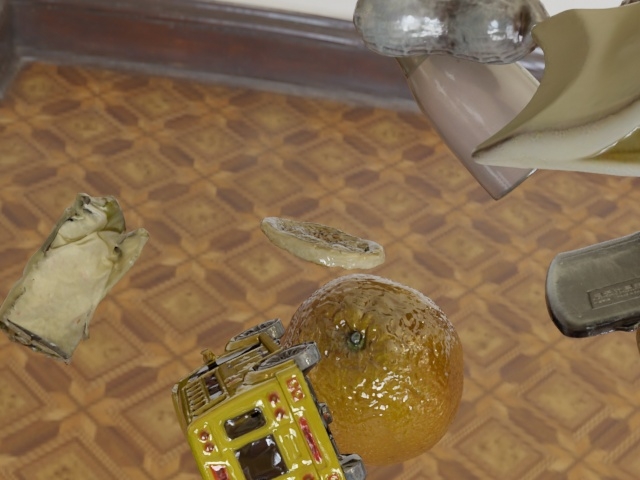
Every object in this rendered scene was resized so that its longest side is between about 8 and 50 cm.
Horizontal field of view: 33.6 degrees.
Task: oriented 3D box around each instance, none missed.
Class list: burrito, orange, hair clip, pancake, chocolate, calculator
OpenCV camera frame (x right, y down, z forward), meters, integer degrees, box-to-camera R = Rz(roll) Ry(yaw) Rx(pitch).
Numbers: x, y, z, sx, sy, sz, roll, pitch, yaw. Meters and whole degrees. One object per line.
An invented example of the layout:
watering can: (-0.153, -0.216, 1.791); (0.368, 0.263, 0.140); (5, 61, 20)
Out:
burrito: (-0.487, 0.067, 2.061); (0.135, 0.190, 0.331); (-7, 49, 52)
orange: (0.087, 0.214, 1.789); (0.322, 0.357, 0.322); (-3, 68, 7)
hair clip: (0.250, -0.130, 0.693); (0.113, 0.282, 0.172); (42, 49, -13)
pancake: (-0.001, 0.001, 1.198); (0.152, 0.025, 0.151); (12, 13, -3)
chocolate: (0.110, -0.186, 0.894); (0.167, 0.072, 0.072); (3, 37, 6)
calculator: (0.368, 0.056, 1.327); (0.177, 0.040, 0.268); (-17, 19, 12)

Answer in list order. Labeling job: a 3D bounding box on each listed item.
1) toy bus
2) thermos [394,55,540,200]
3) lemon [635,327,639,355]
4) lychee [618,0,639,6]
toy bus: (-0.066, 0.178, 1.071); (0.151, 0.145, 0.331); (-24, 5, -9)
thermos: (0.145, -0.148, 1.005); (0.193, 0.105, 0.137); (46, 41, 1)
lemon: (0.698, 0.163, 1.782); (0.364, 0.364, 0.364); (7, 37, -5)
lychee: (0.562, -0.287, 1.695); (0.261, 0.260, 0.260); (7, 37, -5)
